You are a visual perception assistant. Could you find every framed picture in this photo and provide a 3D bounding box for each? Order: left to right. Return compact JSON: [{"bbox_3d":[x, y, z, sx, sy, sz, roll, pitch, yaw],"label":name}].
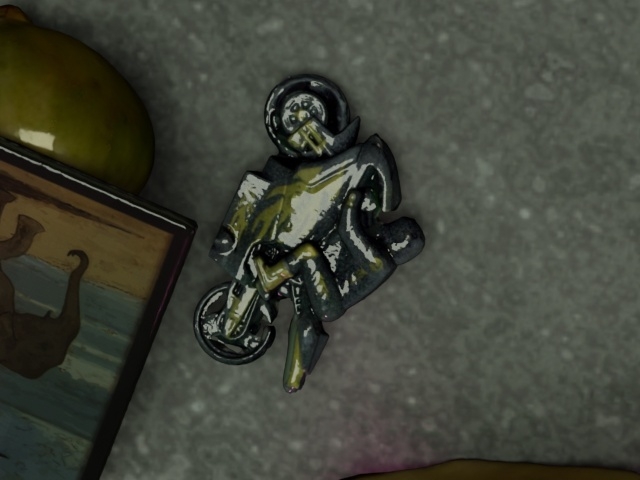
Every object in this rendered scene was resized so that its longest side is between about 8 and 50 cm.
[{"bbox_3d":[-0.241,0.064,1.108,0.265,0.016,0.347,24,128,-2],"label":"framed picture"}]

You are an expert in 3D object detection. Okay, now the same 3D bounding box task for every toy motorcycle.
[{"bbox_3d":[0.000,0.000,1.128,0.124,0.061,0.193,20,94,7],"label":"toy motorcycle"}]

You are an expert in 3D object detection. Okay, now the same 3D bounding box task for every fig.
[{"bbox_3d":[-0.173,-0.067,1.089,0.153,0.136,0.120,31,86,12],"label":"fig"}]

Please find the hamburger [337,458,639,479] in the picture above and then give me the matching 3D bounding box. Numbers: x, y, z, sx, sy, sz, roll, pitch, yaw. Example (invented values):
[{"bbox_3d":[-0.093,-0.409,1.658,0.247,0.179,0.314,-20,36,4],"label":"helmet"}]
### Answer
[{"bbox_3d":[0.119,0.267,1.076,0.276,0.276,0.236,-1,99,4],"label":"hamburger"}]
